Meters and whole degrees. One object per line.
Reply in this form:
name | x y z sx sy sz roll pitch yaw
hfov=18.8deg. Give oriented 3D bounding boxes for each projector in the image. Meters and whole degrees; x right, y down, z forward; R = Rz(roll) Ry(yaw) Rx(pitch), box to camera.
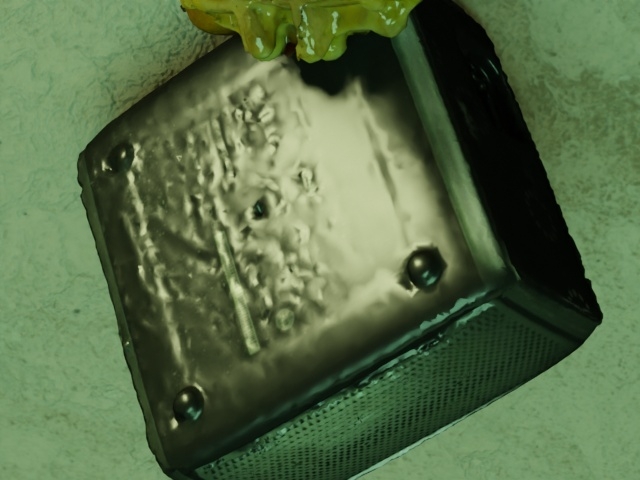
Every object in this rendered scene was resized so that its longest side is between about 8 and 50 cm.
projector | 0.000 0.000 1.843 0.405 0.395 0.242 -31 151 22

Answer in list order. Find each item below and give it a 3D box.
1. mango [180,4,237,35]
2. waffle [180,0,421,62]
mango | -0.046 -0.254 1.884 0.190 0.075 0.098 -17 139 9
waffle | -0.034 -0.356 1.703 0.382 0.095 0.380 41 114 15
